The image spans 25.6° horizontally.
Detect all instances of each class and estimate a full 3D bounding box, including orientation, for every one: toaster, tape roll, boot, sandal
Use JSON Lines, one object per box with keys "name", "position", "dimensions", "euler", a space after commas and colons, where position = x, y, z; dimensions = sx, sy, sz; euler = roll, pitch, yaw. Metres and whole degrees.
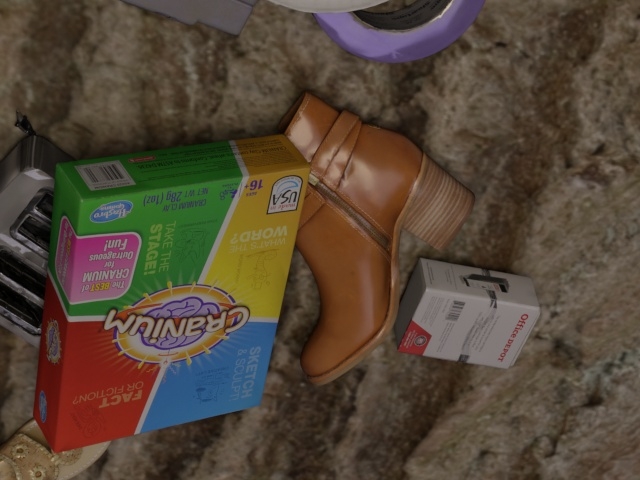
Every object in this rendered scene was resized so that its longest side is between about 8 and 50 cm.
{"name": "toaster", "position": [-0.282, -0.001, 1.427], "dimensions": [0.186, 0.110, 0.168], "euler": [36, 101, -21]}
{"name": "tape roll", "position": [0.070, -0.276, 1.393], "dimensions": [0.189, 0.080, 0.189], "euler": [-4, 113, -9]}
{"name": "boot", "position": [0.000, 0.000, 1.483], "dimensions": [0.220, 0.109, 0.283], "euler": [31, 111, -15]}
{"name": "sandal", "position": [-0.334, 0.260, 1.543], "dimensions": [0.240, 0.079, 0.088], "euler": [-21, 114, -1]}

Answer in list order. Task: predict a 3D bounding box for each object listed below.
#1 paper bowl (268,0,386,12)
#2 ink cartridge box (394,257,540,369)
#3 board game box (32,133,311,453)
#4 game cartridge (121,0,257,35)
{"name": "paper bowl", "position": [0.016, -0.334, 1.208], "dimensions": [0.284, 0.148, 0.284], "euler": [-10, 120, -19]}
{"name": "ink cartridge box", "position": [0.160, 0.082, 1.557], "dimensions": [0.135, 0.056, 0.099], "euler": [10, 128, -14]}
{"name": "board game box", "position": [-0.152, 0.054, 1.405], "dimensions": [0.242, 0.064, 0.316], "euler": [-10, 131, -29]}
{"name": "game cartridge", "position": [-0.164, -0.330, 1.263], "dimensions": [0.355, 0.068, 0.230], "euler": [14, 116, -46]}
